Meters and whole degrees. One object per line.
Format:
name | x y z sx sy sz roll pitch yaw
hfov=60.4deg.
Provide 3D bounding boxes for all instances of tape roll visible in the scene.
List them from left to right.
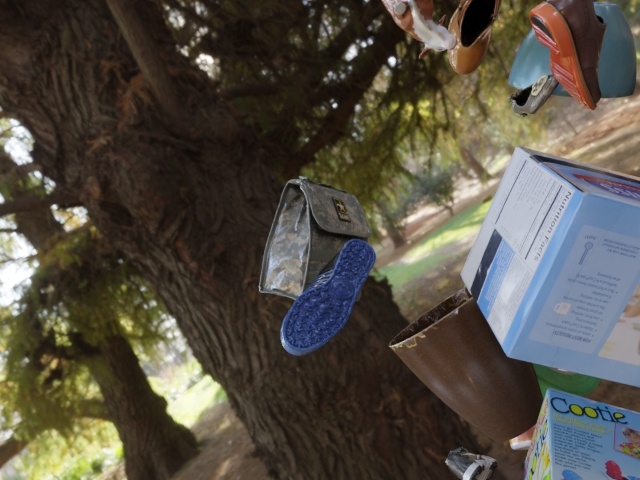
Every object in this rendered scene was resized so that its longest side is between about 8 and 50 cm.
tape roll | 0.446 0.192 1.171 0.321 0.321 0.077 -29 -18 -49

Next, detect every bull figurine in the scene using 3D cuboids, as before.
bull figurine | 0.175 -0.525 1.146 0.101 0.310 0.188 -32 -6 15

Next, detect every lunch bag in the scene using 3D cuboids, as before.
lunch bag | 0.000 0.000 1.343 0.169 0.287 0.235 9 0 38

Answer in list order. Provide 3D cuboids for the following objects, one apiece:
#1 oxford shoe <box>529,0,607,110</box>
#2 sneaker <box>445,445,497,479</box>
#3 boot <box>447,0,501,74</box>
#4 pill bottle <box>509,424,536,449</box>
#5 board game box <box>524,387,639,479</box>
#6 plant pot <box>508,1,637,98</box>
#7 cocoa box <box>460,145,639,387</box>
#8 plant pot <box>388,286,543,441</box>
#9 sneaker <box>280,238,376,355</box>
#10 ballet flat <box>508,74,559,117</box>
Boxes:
oxford shoe | 0.448 -0.320 0.932 0.098 0.097 0.271 -40 -39 14
sneaker | 0.396 0.590 1.454 0.234 0.106 0.078 30 -92 -54
boot | 0.343 -0.464 1.217 0.220 0.109 0.283 -70 -4 -46
pill bottle | 0.567 0.464 1.532 0.121 0.216 0.121 -5 -26 -3
board game box | 0.327 0.328 0.652 0.275 0.144 0.142 -44 -36 -61
plant pot | 0.620 -0.469 1.325 0.290 0.195 0.290 1 26 -1
cocoa box | 0.414 0.043 0.743 0.228 0.347 0.231 -92 17 -67
plant pot | 0.272 0.215 0.945 0.215 0.230 0.215 -34 -7 -5
sneaker | 0.010 0.098 0.854 0.232 0.081 0.090 -48 -8 -38
ballet flat | 0.462 -0.320 1.208 0.084 0.058 0.250 -52 -3 11
